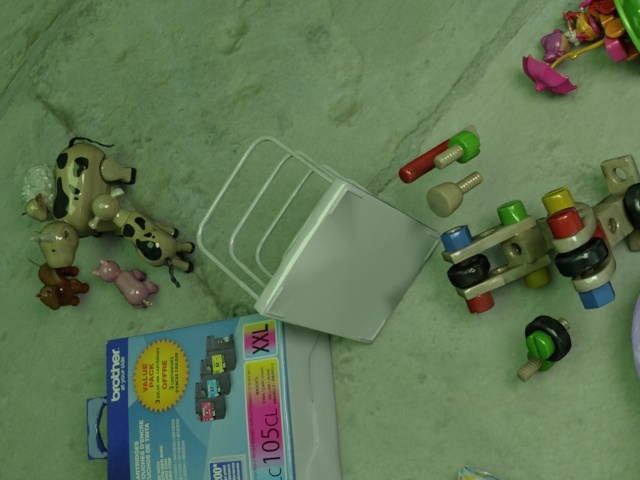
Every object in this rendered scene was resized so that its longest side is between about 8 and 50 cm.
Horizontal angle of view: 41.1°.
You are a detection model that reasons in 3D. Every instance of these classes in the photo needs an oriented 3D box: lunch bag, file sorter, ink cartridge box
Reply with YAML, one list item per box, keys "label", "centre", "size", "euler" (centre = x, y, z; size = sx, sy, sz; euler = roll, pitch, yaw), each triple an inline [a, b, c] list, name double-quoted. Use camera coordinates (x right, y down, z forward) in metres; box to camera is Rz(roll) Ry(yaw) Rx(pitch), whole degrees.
- label: "lunch bag"
  centre: [0.213, 0.340, 1.108]
  size: [0.083, 0.053, 0.071]
  euler: [17, 90, 22]
- label: "file sorter"
  centre: [0.000, 0.000, 1.181]
  size: [0.173, 0.277, 0.193]
  euler: [39, 99, 35]
- label: "ink cartridge box"
  centre: [-0.179, 0.268, 1.297]
  size: [0.395, 0.151, 0.270]
  euler: [-14, 72, 29]

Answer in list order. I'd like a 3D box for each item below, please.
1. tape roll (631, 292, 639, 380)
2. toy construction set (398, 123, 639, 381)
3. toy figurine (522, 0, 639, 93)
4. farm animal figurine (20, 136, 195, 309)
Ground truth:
- label: "tape roll"
  centre: [0.503, 0.116, 0.970]
  size: [0.274, 0.090, 0.275]
  euler: [-8, 75, 29]
- label: "toy construction set"
  centre: [0.284, -0.037, 1.082]
  size: [0.237, 0.257, 0.309]
  euler: [-33, 76, -29]
- label: "toy figurine"
  centre: [0.347, -0.270, 1.147]
  size: [0.159, 0.130, 0.173]
  euler: [-25, 45, 33]
- label: "farm animal figurine"
  centre: [-0.399, -0.031, 1.474]
  size: [0.330, 0.172, 0.327]
  euler: [-21, 69, 25]
